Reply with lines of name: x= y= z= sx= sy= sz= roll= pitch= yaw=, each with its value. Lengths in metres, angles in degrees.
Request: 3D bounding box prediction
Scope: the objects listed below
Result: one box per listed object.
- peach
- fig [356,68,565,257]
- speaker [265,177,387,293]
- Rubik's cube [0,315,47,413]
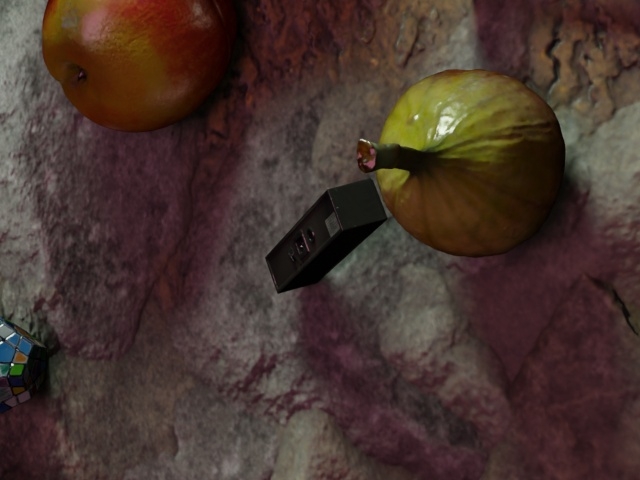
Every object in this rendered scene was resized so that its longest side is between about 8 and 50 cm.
peach: x=-0.177 y=-0.208 z=1.187 sx=0.190 sy=0.192 sz=0.190 roll=44 pitch=154 yaw=28
fig: x=0.091 y=-0.051 z=0.939 sx=0.160 sy=0.231 sz=0.143 roll=55 pitch=140 yaw=11
speaker: x=0.000 y=0.000 z=1.052 sx=0.040 sy=0.046 sz=0.191 roll=69 pitch=157 yaw=11
Rubik's cube: x=-0.367 y=0.142 z=1.355 sx=0.111 sy=0.111 sz=0.093 roll=-13 pitch=109 yaw=36
